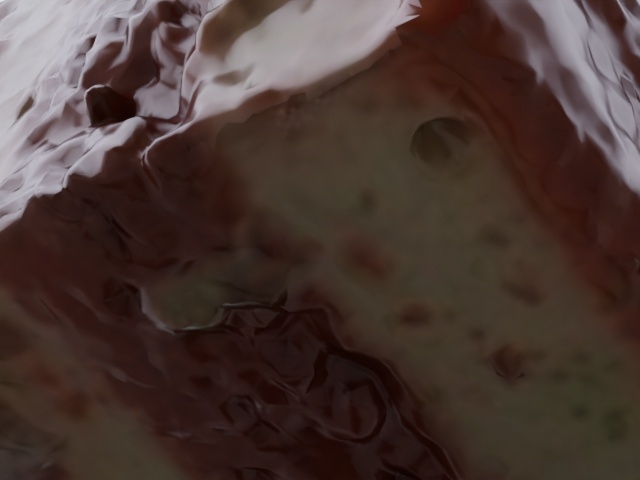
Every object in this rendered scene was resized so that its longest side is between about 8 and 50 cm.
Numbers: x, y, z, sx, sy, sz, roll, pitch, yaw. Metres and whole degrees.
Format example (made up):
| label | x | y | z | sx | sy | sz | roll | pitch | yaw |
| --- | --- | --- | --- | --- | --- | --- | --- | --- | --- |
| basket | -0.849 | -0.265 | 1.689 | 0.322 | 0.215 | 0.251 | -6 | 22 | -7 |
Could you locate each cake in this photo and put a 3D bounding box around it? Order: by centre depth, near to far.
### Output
| label | x | y | z | sx | sy | sz | roll | pitch | yaw |
| --- | --- | --- | --- | --- | --- | --- | --- | --- | --- |
| cake | 0.000 | 0.000 | 0.554 | 0.319 | 0.270 | 0.269 | -28 | -61 | 26 |
